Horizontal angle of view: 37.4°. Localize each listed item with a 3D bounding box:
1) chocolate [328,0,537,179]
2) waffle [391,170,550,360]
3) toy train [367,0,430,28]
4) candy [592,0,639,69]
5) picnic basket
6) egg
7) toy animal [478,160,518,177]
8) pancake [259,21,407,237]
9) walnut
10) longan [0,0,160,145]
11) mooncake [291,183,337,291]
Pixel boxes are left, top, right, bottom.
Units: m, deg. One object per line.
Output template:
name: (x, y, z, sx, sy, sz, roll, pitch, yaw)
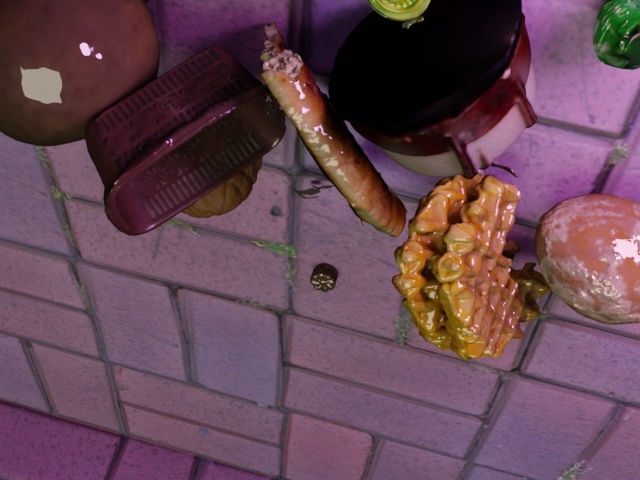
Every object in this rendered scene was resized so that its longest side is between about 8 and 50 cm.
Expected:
chocolate: (0.169, -0.198, 1.245, 0.283, 0.284, 0.186, -9, 138, 34)
waffle: (0.248, 0.047, 1.547, 0.151, 0.261, 0.324, 19, 153, 42)
toy train: (0.137, -0.382, 1.101, 0.271, 0.159, 0.188, -8, 131, 33)
candy: (0.405, -0.342, 1.115, 0.097, 0.097, 0.324, 16, 137, 4)
picnic basket: (-0.205, -0.150, 1.352, 0.129, 0.296, 0.222, 53, 171, 14)
egg: (0.451, 0.025, 1.485, 0.245, 0.203, 0.203, 30, 145, -5)
toy animal: (0.211, -0.156, 1.456, 0.202, 0.070, 0.105, 10, 102, 25)
pancake: (0.034, -0.147, 1.386, 0.066, 0.305, 0.427, -30, 129, 12)
walnut: (-0.196, -0.143, 1.549, 0.213, 0.213, 0.213, 12, 145, 9)
longan: (-0.384, -0.271, 1.385, 0.297, 0.297, 0.297, 12, 145, 9)
mooncake: (0.000, -0.012, 1.778, 0.150, 0.057, 0.347, -11, 144, 18)
